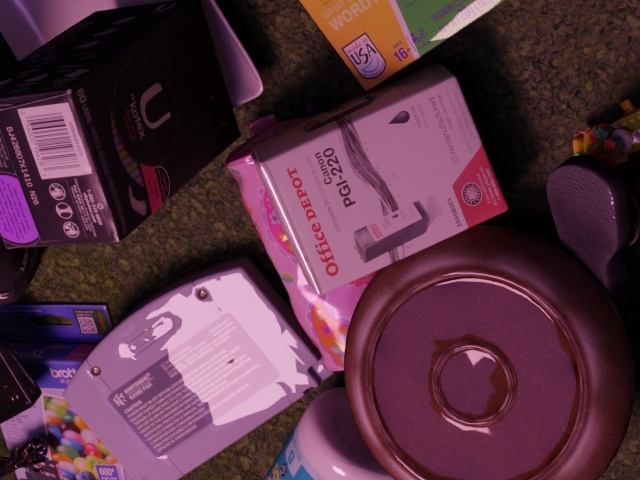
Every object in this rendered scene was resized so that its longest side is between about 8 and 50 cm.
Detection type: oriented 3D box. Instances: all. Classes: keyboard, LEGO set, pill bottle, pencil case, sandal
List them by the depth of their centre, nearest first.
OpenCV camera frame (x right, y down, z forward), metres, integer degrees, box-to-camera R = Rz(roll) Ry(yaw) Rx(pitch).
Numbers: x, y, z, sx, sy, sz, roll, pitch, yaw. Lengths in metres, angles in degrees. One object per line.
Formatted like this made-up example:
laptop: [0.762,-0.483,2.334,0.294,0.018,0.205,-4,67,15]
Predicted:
LEGO set: [0.321,-0.073,1.534,0.287,0.107,0.132,25,137,42]
sandal: [0.275,-0.013,1.641,0.097,0.054,0.254,44,166,26]
pencil case: [0.000,0.000,1.801,0.124,0.124,0.284,-18,107,32]
pill bottle: [0.002,0.306,1.945,0.146,0.146,0.264,33,126,6]
keyboard: [-0.438,0.224,2.127,0.317,0.033,0.201,-27,95,50]

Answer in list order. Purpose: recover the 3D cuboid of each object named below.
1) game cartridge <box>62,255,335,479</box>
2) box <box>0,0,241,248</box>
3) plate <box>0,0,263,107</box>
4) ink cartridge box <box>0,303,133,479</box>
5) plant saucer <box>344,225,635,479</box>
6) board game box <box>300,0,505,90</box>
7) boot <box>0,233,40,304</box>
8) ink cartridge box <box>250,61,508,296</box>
game cartridge: [-0.151,0.152,1.960,0.297,0.062,0.198,-35,96,23]
box: [-0.216,-0.122,1.685,0.143,0.270,0.165,-3,115,28]
plate: [-0.222,-0.242,1.818,0.277,0.045,0.278,-20,106,34]
ink cartridge box: [-0.320,0.228,2.116,0.185,0.065,0.311,0,115,26]
plant saucer: [0.161,0.142,1.696,0.310,0.050,0.311,3,99,21]
board game box: [0.048,-0.337,1.621,0.242,0.064,0.316,-32,100,35]
boot: [-0.514,-0.054,1.821,0.367,0.445,0.146,8,78,2]
ink cartridge box: [0.058,-0.063,1.685,0.217,0.092,0.159,-24,107,-1]
